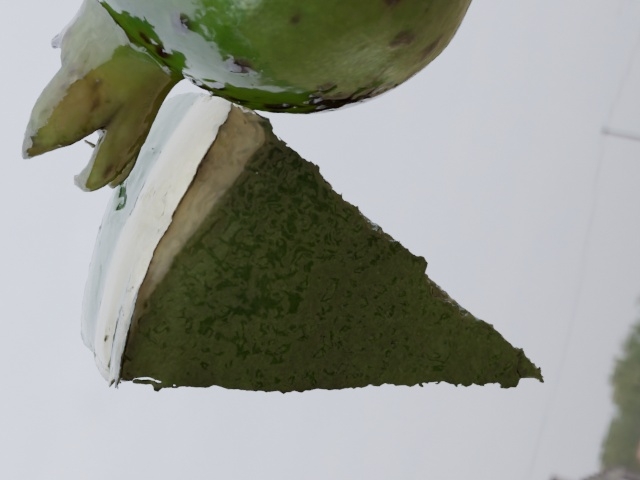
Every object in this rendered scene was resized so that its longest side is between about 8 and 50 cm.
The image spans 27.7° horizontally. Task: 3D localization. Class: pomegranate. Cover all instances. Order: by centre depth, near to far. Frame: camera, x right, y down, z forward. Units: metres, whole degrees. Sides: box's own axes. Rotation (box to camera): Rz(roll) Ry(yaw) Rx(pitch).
[{"bbox_3d":[-0.043,-0.136,0.583,0.263,0.211,0.211,-43,-14,10],"label":"pomegranate"}]

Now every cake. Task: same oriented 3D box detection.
[{"bbox_3d":[0.005,0.002,0.818,0.158,0.283,0.172,-151,67,-69],"label":"cake"}]
